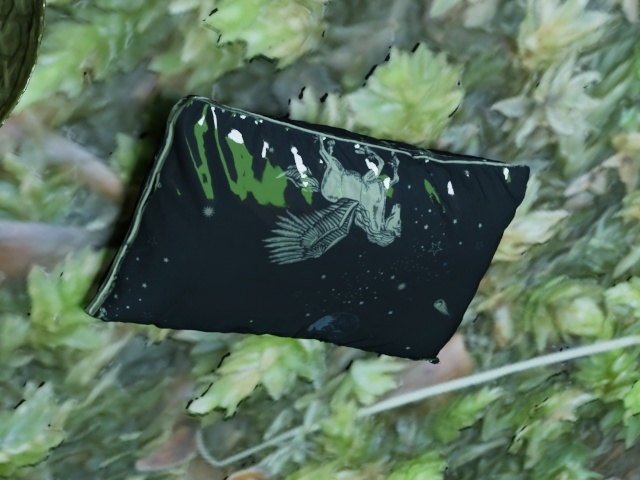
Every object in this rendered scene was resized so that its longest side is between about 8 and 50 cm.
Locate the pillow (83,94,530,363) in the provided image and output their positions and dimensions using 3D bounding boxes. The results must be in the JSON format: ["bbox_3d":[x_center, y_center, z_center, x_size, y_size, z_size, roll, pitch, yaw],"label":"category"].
[{"bbox_3d":[0.000,0.000,0.685,0.208,0.055,0.141,8,126,-30],"label":"pillow"}]

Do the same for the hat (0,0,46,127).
[{"bbox_3d":[-0.172,-0.088,0.536,0.146,0.067,0.146,0,89,2],"label":"hat"}]
